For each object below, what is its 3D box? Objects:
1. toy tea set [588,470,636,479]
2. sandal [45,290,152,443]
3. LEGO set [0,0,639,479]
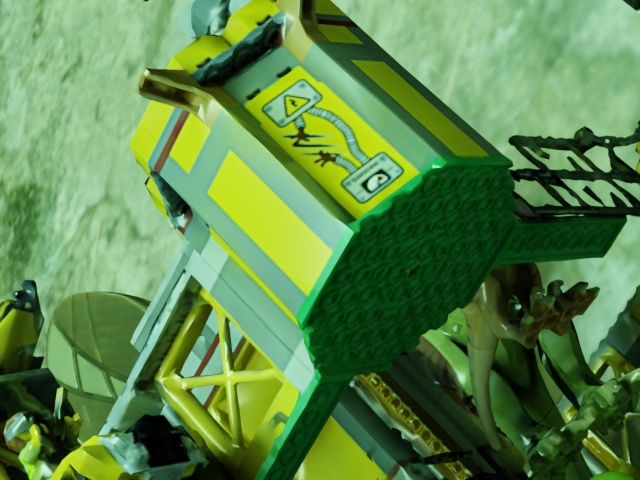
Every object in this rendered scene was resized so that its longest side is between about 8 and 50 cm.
[{"bbox_3d":[0.132,0.127,0.420,0.336,0.200,0.124,-15,102,47],"label":"toy tea set"},{"bbox_3d":[-0.052,0.061,0.806,0.180,0.049,0.072,0,83,36],"label":"sandal"},{"bbox_3d":[0.000,0.000,0.549,0.192,0.331,0.255,45,127,30],"label":"LEGO set"}]
